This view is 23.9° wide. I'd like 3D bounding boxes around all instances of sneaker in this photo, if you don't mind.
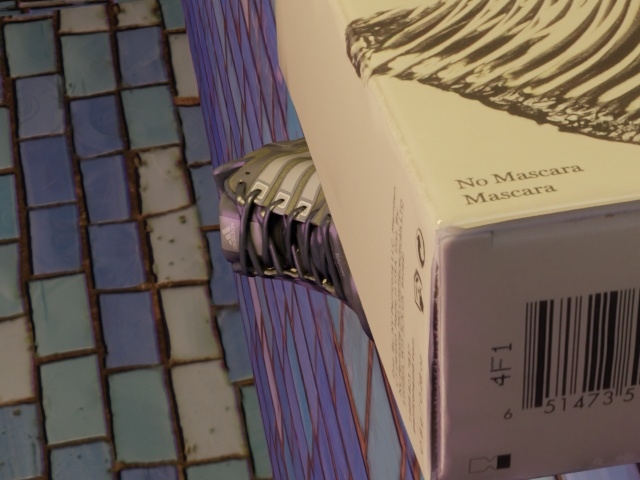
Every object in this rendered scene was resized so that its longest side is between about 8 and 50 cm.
[{"bbox_3d":[0.000,0.000,0.956,0.300,0.121,0.111,-125,27,-74],"label":"sneaker"}]

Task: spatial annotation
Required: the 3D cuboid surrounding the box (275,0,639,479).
[{"bbox_3d":[0.057,-0.045,0.512,0.275,0.113,0.094,-110,15,-55],"label":"box"}]
